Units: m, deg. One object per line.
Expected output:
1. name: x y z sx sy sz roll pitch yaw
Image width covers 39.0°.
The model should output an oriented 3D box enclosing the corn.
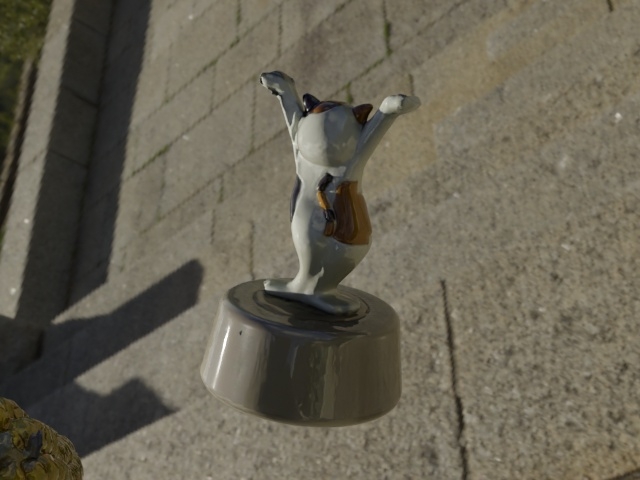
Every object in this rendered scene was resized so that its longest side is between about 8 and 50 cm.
1. corn: -0.180 0.137 0.497 0.292 0.101 0.101 135 151 -73

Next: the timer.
1. timer: 0.000 0.000 0.757 0.175 0.175 0.265 27 113 54
